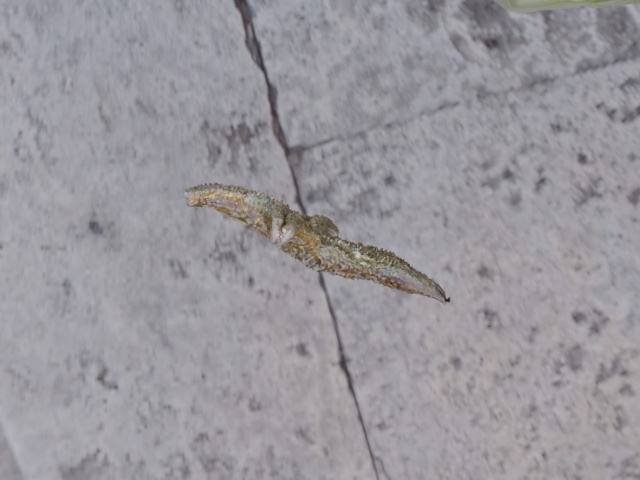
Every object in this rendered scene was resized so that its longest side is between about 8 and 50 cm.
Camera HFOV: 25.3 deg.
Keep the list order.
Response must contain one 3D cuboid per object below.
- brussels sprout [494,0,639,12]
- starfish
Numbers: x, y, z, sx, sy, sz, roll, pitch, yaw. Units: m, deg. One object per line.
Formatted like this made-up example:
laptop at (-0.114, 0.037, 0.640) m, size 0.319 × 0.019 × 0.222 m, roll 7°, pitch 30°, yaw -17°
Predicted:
brussels sprout at (0.292, -0.351, 1.308) m, size 0.371 × 0.315 × 0.276 m, roll -23°, pitch 104°, yaw 4°
starfish at (0.000, 0.001, 1.160) m, size 0.227 × 0.240 × 0.043 m, roll 28°, pitch 98°, yaw 2°
